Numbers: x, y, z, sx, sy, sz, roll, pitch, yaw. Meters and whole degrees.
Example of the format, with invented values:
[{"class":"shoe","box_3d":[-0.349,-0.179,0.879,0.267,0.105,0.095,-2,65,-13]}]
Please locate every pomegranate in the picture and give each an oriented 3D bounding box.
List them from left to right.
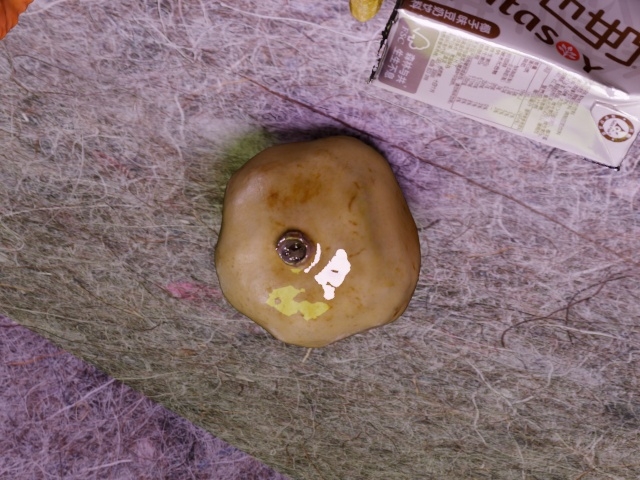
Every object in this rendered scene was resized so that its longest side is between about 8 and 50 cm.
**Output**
[{"class":"pomegranate","box_3d":[0.000,0.000,2.136,0.333,0.332,0.332,14,152,8]}]

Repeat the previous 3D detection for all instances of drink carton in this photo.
[{"class":"drink carton","box_3d":[0.241,-0.238,1.696,0.325,0.194,0.132,19,138,-1]}]

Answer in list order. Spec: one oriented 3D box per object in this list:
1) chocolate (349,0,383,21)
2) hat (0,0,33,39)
[{"class":"chocolate","box_3d":[0.056,-0.352,1.755,0.086,0.085,0.219,16,155,6]},{"class":"hat","box_3d":[-0.528,-0.442,1.813,0.400,0.285,0.285,45,147,-7]}]
